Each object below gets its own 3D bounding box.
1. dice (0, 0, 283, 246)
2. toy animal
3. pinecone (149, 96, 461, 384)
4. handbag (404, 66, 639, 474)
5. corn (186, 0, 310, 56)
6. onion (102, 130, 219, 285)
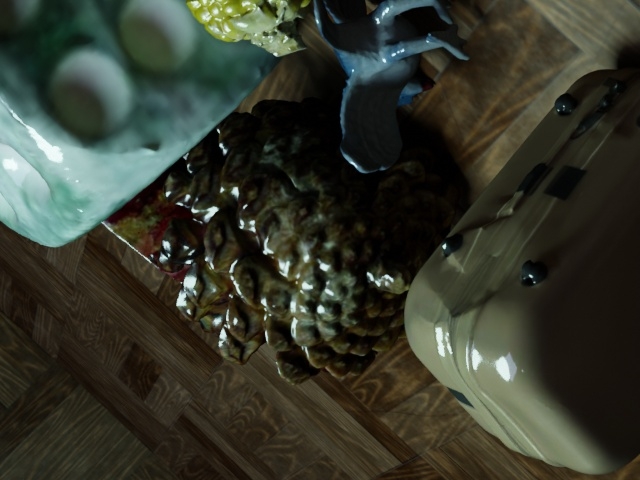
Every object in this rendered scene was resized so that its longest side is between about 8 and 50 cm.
[{"bbox_3d":[-0.250,-0.217,1.279,0.330,0.328,0.348,48,156,-11],"label":"dice"},{"bbox_3d":[0.044,-0.159,1.131,0.176,0.239,0.255,-24,158,37],"label":"toy animal"},{"bbox_3d":[-0.027,-0.003,1.319,0.296,0.298,0.242,37,162,17],"label":"pinecone"},{"bbox_3d":[0.232,0.045,1.002,0.149,0.302,0.283,14,149,50],"label":"handbag"},{"bbox_3d":[-0.108,-0.315,1.108,0.347,0.130,0.130,62,154,-6],"label":"corn"},{"bbox_3d":[-0.160,-0.068,1.579,0.280,0.146,0.314,35,-165,-8],"label":"onion"}]
